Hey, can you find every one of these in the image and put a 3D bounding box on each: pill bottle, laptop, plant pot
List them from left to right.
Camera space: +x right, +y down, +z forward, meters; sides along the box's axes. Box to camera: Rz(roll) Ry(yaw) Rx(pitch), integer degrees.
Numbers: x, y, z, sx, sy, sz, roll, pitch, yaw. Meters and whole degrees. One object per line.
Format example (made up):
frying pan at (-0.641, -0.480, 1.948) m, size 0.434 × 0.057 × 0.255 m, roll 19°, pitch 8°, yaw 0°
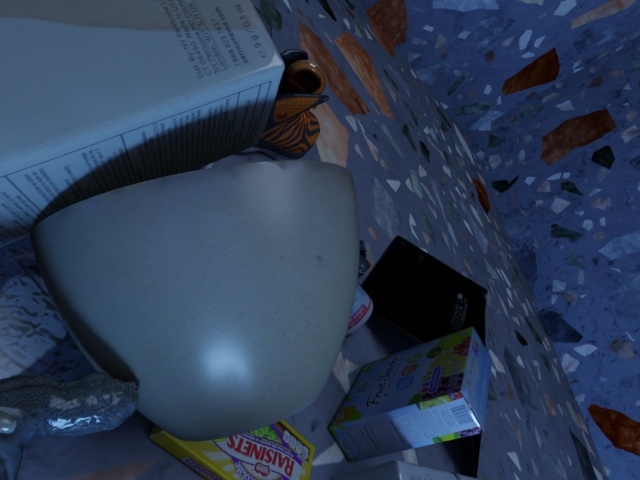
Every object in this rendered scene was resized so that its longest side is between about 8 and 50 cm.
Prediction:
plant pot at (-0.085, 0.065, 0.438) m, size 0.284 × 0.284 × 0.191 m, roll -6°, pitch 81°, yaw -60°
pill bottle at (0.006, 0.070, 0.754) m, size 0.160 × 0.087 × 0.087 m, roll 49°, pitch 31°, yaw -19°
laptop at (0.250, 0.242, 1.068) m, size 0.408 × 0.236 × 0.382 m, roll 33°, pitch 28°, yaw 8°

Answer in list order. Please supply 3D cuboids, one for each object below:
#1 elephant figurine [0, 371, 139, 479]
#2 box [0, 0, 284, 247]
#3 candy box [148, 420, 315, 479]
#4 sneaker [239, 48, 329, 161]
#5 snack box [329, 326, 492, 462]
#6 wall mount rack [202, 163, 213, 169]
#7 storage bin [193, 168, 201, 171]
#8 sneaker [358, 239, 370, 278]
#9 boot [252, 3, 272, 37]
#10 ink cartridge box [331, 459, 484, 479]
elephant figurine at (-0.238, 0.132, 0.225) m, size 0.239 × 0.186 × 0.169 m, roll 41°, pitch 3°, yaw -29°
box at (-0.198, -0.091, 0.341) m, size 0.311 × 0.148 × 0.121 m, roll -26°, pitch 86°, yaw -21°
candy box at (-0.086, 0.226, 0.530) m, size 0.206 × 0.027 × 0.105 m, roll 48°, pitch 33°, yaw -22°
sneaker at (-0.044, -0.232, 0.845) m, size 0.124 × 0.180 × 0.321 m, roll 62°, pitch 29°, yaw 1°
snack box at (0.137, 0.224, 0.701) m, size 0.070 × 0.207 × 0.174 m, roll 59°, pitch 28°, yaw -4°
wall mount rack at (-0.227, -0.165, 0.562) m, size 0.350 × 0.130 × 0.304 m, roll 21°, pitch 45°, yaw -50°
storage bin at (-0.174, -0.076, 0.486) m, size 0.098 × 0.091 × 0.135 m, roll -4°, pitch 101°, yaw -50°
sneaker at (0.002, -0.001, 0.811) m, size 0.226 × 0.086 × 0.163 m, roll 16°, pitch 49°, yaw -54°
boot at (-0.196, -0.347, 0.688) m, size 0.338 × 0.118 × 0.222 m, roll 19°, pitch 21°, yaw -34°
ink cartridge box at (0.148, 0.425, 0.637) m, size 0.273 × 0.114 × 0.197 m, roll 33°, pitch 38°, yaw -40°
